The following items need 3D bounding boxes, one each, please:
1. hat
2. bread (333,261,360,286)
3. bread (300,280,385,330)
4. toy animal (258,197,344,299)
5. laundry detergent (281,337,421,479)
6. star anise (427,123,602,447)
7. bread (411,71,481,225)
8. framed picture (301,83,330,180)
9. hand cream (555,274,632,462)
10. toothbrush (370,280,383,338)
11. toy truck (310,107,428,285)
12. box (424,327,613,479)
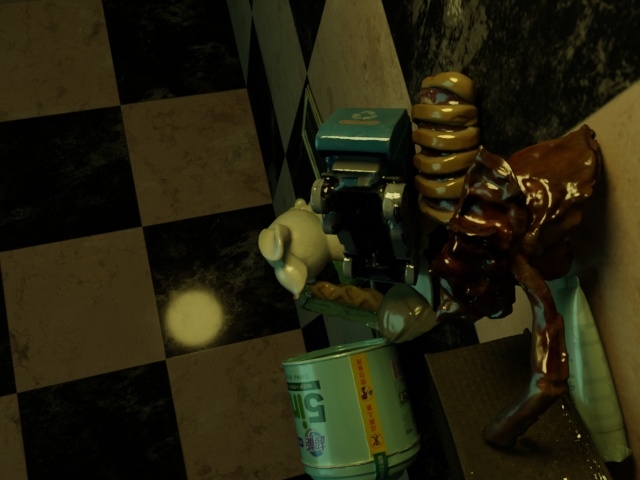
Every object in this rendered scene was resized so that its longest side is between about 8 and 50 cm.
[{"bbox_3d":[0.149,0.101,1.179,0.173,0.144,0.166,57,168,-7],"label":"hat"},{"bbox_3d":[0.066,-0.014,1.637,0.301,0.045,0.301,171,90,-77],"label":"bread"},{"bbox_3d":[0.062,0.145,1.389,0.128,0.232,0.088,127,154,-58],"label":"bread"},{"bbox_3d":[-0.002,0.002,1.322,0.247,0.310,0.183,-156,59,-69],"label":"toy animal"},{"bbox_3d":[0.077,0.404,1.380,0.287,0.287,0.305,139,119,-77],"label":"laundry detergent"},{"bbox_3d":[0.204,0.042,0.624,0.148,0.237,0.346,6,84,36],"label":"star anise"},{"bbox_3d":[0.182,-0.135,0.878,0.134,0.081,0.225,-134,34,-71],"label":"bread"},{"bbox_3d":[-0.013,-0.296,1.809,0.231,0.018,0.293,98,158,-58],"label":"framed picture"},{"bbox_3d":[0.300,0.141,0.665,0.078,0.050,0.205,41,-141,-80],"label":"hand cream"},{"bbox_3d":[0.136,0.133,1.497,0.024,0.021,0.288,-104,5,-78],"label":"toothbrush"},{"bbox_3d":[0.094,-0.064,0.982,0.367,0.146,0.175,68,-146,-55],"label":"toy truck"},{"bbox_3d":[0.229,0.264,0.697,0.273,0.143,0.184,-98,-6,-56],"label":"box"}]
